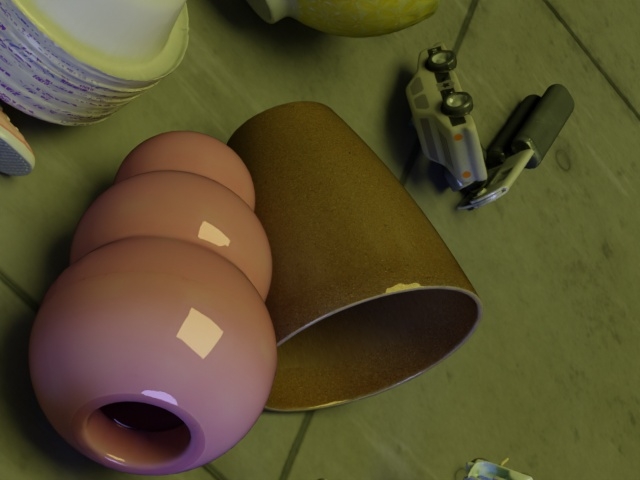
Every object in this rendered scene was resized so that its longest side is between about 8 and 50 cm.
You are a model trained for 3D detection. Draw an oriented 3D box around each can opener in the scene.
[{"bbox_3d":[0.230,-0.129,1.965,0.095,0.076,0.283,55,39,-14],"label":"can opener"}]

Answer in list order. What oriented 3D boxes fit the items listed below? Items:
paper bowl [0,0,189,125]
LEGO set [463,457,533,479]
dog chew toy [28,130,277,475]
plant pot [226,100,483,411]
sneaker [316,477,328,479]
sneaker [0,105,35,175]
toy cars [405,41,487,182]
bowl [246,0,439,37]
[{"bbox_3d":[-0.227,-0.256,1.414,0.284,0.148,0.284,37,37,-34],"label":"paper bowl"},{"bbox_3d":[0.162,0.357,1.622,0.107,0.132,0.287,-29,118,-35],"label":"LEGO set"},{"bbox_3d":[-0.132,0.035,1.380,0.207,0.207,0.331,38,39,-30],"label":"dog chew toy"},{"bbox_3d":[0.000,0.000,1.544,0.237,0.237,0.254,8,52,-47],"label":"plant pot"},{"bbox_3d":[-0.022,0.292,1.480,0.086,0.064,0.192,54,39,-3],"label":"sneaker"},{"bbox_3d":[-0.292,-0.118,1.381,0.134,0.051,0.070,38,51,-24],"label":"sneaker"},{"bbox_3d":[0.105,-0.240,1.862,0.176,0.087,0.393,59,15,-79],"label":"toy cars"},{"bbox_3d":[-0.020,-0.318,1.686,0.156,0.289,0.289,-34,100,-8],"label":"bowl"}]
